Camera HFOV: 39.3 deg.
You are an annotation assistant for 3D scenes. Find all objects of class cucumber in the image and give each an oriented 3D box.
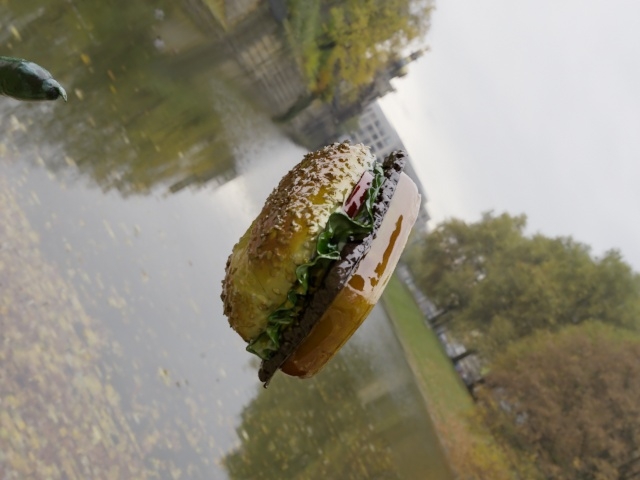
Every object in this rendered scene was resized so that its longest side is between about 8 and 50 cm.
[{"bbox_3d":[-0.266,-0.141,0.774,0.155,0.037,0.037,15,-28,35],"label":"cucumber"}]

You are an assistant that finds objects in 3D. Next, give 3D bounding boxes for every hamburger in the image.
[{"bbox_3d":[0.000,0.000,0.565,0.087,0.137,0.166,33,39,-3],"label":"hamburger"}]
